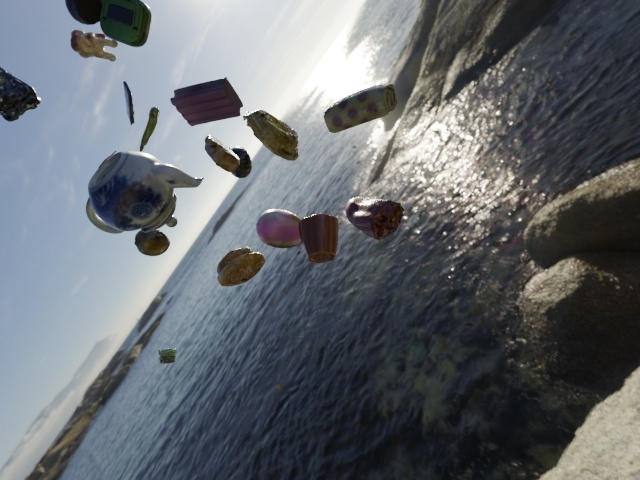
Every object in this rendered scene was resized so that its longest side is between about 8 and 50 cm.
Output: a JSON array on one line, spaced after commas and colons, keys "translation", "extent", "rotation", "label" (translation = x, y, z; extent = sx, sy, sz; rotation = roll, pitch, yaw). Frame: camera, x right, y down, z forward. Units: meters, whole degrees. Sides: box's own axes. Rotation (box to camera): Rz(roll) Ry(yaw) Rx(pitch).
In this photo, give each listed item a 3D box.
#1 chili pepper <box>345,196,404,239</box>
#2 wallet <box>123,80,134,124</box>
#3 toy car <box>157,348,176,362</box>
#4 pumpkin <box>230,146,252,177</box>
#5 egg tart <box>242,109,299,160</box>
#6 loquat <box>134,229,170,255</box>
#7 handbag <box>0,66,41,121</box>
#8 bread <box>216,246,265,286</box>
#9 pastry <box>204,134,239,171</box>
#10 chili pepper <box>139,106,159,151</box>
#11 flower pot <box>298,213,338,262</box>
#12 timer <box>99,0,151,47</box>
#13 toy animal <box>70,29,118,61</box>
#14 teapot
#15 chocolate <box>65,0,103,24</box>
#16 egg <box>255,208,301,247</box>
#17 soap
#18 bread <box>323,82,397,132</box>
[{"translation": [0.169, -0.093, 1.471], "extent": [0.253, 0.136, 0.144], "rotation": [22, 101, 52], "label": "chili pepper"}, {"translation": [-1.099, -0.786, 2.310], "extent": [0.031, 0.122, 0.232], "rotation": [-17, -21, -28], "label": "wallet"}, {"translation": [-0.808, 0.614, 2.109], "extent": [0.186, 0.093, 0.058], "rotation": [123, 144, -52], "label": "toy car"}, {"translation": [-0.484, -0.467, 2.398], "extent": [0.194, 0.194, 0.150], "rotation": [-47, -22, 29], "label": "pumpkin"}, {"translation": [-0.184, -0.442, 1.637], "extent": [0.095, 0.279, 0.279], "rotation": [-44, 17, 21], "label": "egg tart"}, {"translation": [-0.860, 0.008, 2.064], "extent": [0.152, 0.152, 0.195], "rotation": [-48, -27, 26], "label": "loquat"}, {"translation": [-1.210, -0.562, 1.511], "extent": [0.162, 0.260, 0.113], "rotation": [-54, -1, -25], "label": "handbag"}, {"translation": [-0.374, 0.125, 1.860], "extent": [0.198, 0.120, 0.236], "rotation": [-48, -20, 28], "label": "bread"}, {"translation": [-0.510, -0.443, 2.079], "extent": [0.100, 0.218, 0.229], "rotation": [-47, -30, 6], "label": "pastry"}, {"translation": [-0.711, -0.470, 1.669], "extent": [0.043, 0.049, 0.208], "rotation": [41, -118, -68], "label": "chili pepper"}, {"translation": [0.000, 0.000, 1.783], "extent": [0.190, 0.191, 0.173], "rotation": [-38, 52, 48], "label": "flower pot"}, {"translation": [-0.562, -0.635, 1.152], "extent": [0.047, 0.140, 0.128], "rotation": [-70, 0, -73], "label": "timer"}, {"translation": [-0.909, -0.751, 1.529], "extent": [0.185, 0.184, 0.104], "rotation": [-75, 0, -63], "label": "toy animal"}, {"translation": [-0.562, -0.131, 1.264], "extent": [0.424, 0.280, 0.252], "rotation": [-24, 43, 20], "label": "teapot"}, {"translation": [-0.780, -0.793, 1.330], "extent": [0.124, 0.133, 0.127], "rotation": [-2, -51, -56], "label": "chocolate"}, {"translation": [-0.186, -0.057, 1.985], "extent": [0.196, 0.271, 0.196], "rotation": [-179, 90, -69], "label": "egg"}, {"translation": [-0.369, -0.450, 1.308], "extent": [0.203, 0.122, 0.065], "rotation": [-3, 59, 20], "label": "soap"}, {"translation": [0.198, -0.657, 1.984], "extent": [0.338, 0.155, 0.187], "rotation": [-8, 24, 34], "label": "bread"}]
